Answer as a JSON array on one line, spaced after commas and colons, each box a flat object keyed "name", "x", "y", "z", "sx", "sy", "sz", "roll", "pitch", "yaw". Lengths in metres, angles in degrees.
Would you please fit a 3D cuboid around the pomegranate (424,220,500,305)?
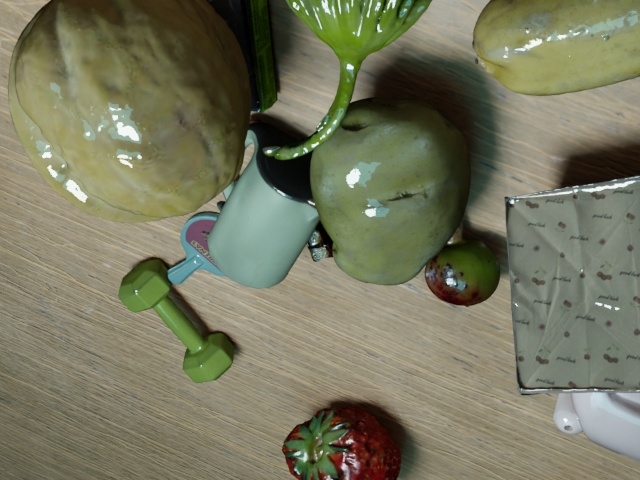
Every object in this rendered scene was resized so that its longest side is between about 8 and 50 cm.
[{"name": "pomegranate", "x": 0.232, "y": 0.038, "z": 1.549, "sx": 0.129, "sy": 0.129, "sz": 0.159, "roll": -15, "pitch": 121, "yaw": 37}]

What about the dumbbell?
[{"name": "dumbbell", "x": -0.309, "y": 0.179, "z": 1.988, "sx": 0.108, "sy": 0.121, "sz": 0.302, "roll": -30, "pitch": 113, "yaw": 14}]

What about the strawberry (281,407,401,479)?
[{"name": "strawberry", "x": 0.065, "y": 0.489, "z": 2.010, "sx": 0.238, "sy": 0.250, "sz": 0.288, "roll": -40, "pitch": 132, "yaw": 12}]

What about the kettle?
[{"name": "kettle", "x": -0.101, "y": -0.072, "z": 1.615, "sx": 0.240, "sy": 0.165, "sz": 0.255, "roll": 52, "pitch": 140, "yaw": 18}]

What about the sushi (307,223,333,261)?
[{"name": "sushi", "x": 0.000, "y": 0.000, "z": 1.711, "sx": 0.046, "sy": 0.044, "sz": 0.083, "roll": -12, "pitch": 128, "yaw": 10}]

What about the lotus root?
[{"name": "lotus root", "x": 0.361, "y": -0.281, "z": 1.164, "sx": 0.342, "sy": 0.151, "sz": 0.169, "roll": -10, "pitch": 139, "yaw": 30}]

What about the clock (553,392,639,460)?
[{"name": "clock", "x": 0.569, "y": 0.216, "z": 1.510, "sx": 0.342, "sy": 0.184, "sz": 0.326, "roll": 16, "pitch": 131, "yaw": 7}]

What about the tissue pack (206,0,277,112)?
[{"name": "tissue pack", "x": -0.163, "y": -0.325, "z": 1.458, "sx": 0.173, "sy": 0.073, "sz": 0.235, "roll": 14, "pitch": 135, "yaw": 20}]

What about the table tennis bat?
[{"name": "table tennis bat", "x": -0.234, "y": 0.027, "z": 1.861, "sx": 0.153, "sy": 0.040, "sz": 0.244, "roll": 44, "pitch": 131, "yaw": -14}]

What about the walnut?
[{"name": "walnut", "x": -0.268, "y": -0.208, "z": 1.341, "sx": 0.381, "sy": 0.381, "sz": 0.381, "roll": 15, "pitch": 135, "yaw": 15}]

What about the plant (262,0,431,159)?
[{"name": "plant", "x": 0.050, "y": -0.276, "z": 1.284, "sx": 0.251, "sy": 0.180, "sz": 0.333, "roll": 15, "pitch": 125, "yaw": 26}]

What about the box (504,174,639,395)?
[{"name": "box", "x": 0.410, "y": 0.070, "z": 1.325, "sx": 0.225, "sy": 0.297, "sz": 0.190, "roll": -8, "pitch": 169, "yaw": 35}]

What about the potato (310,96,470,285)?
[{"name": "potato", "x": 0.111, "y": -0.082, "z": 1.417, "sx": 0.221, "sy": 0.243, "sz": 0.326, "roll": 34, "pitch": 154, "yaw": 37}]
